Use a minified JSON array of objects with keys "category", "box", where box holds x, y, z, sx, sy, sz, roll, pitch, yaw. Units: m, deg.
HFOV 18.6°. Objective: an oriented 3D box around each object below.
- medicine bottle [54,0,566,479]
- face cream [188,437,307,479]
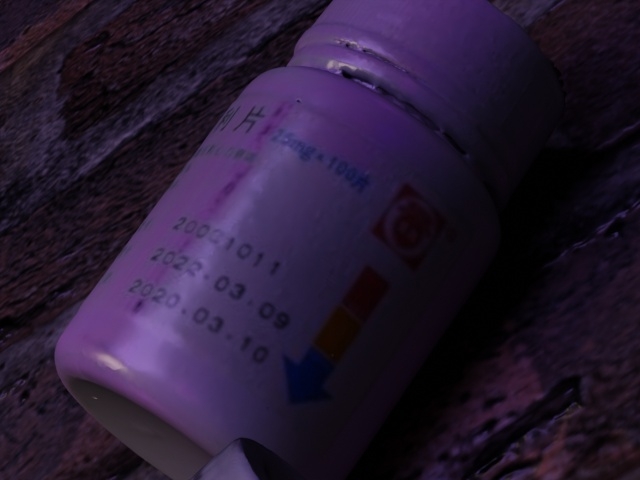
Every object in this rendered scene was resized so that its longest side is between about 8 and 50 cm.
[{"category":"medicine bottle","box":[0.000,0.000,0.940,0.152,0.152,0.254,6,57,55]},{"category":"face cream","box":[-0.115,0.254,0.768,0.370,0.145,0.145,-45,29,2]}]
